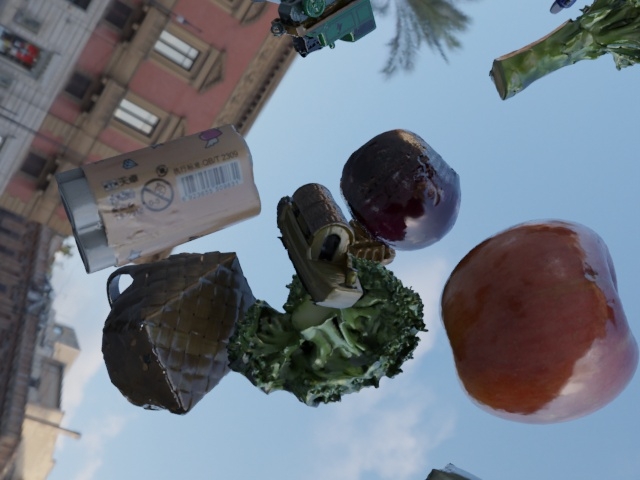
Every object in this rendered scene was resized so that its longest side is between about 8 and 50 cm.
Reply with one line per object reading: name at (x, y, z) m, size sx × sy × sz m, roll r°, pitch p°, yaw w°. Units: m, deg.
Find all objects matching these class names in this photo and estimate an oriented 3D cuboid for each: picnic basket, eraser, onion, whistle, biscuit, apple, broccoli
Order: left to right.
picnic basket at (-0.321, 0.176, 1.440) m, size 0.337 × 0.293 × 0.337 m, roll -16°, pitch -158°, yaw 7°
eraser at (-0.246, -0.065, 1.104) m, size 0.087 × 0.290 × 0.171 m, roll 28°, pitch -46°, yaw 56°
broccoli at (0.002, 0.137, 1.288) m, size 0.375 × 0.302 × 0.249 m, roll -13°, pitch -135°, yaw 5°
biscuit at (0.061, 0.025, 1.846) m, size 0.044 × 0.289 × 0.202 m, roll 114°, pitch -31°, yaw -61°
onion at (0.220, -0.102, 1.727) m, size 0.282 × 0.336 × 0.260 m, roll -39°, pitch -123°, yaw -2°
apple at (0.385, 0.150, 1.275) m, size 0.364 × 0.364 × 0.364 m, roll -41°, pitch -147°, yaw 36°
whistle at (0.333, -0.328, 0.930) m, size 0.083 × 0.033 × 0.029 m, roll 130°, pitch -23°, yaw -68°
broccoli at (0.508, -0.402, 1.373) m, size 0.361 × 0.221 × 0.252 m, roll -30°, pitch -173°, yaw -24°

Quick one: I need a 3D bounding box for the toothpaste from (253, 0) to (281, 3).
toothpaste at (-0.096, -0.616, 1.772) m, size 0.044 × 0.193 × 0.070 m, roll -35°, pitch 141°, yaw -87°

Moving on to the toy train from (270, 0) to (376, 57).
toy train at (0.015, -0.403, 1.246) m, size 0.228 × 0.136 × 0.091 m, roll -38°, pitch -142°, yaw -16°

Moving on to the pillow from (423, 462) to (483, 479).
pillow at (0.244, 0.413, 1.090) m, size 0.181 × 0.134 × 0.078 m, roll 31°, pitch -91°, yaw 28°

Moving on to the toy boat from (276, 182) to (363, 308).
toy boat at (0.000, 0.000, 0.835) m, size 0.226 × 0.068 × 0.088 m, roll -117°, pitch -137°, yaw -57°
